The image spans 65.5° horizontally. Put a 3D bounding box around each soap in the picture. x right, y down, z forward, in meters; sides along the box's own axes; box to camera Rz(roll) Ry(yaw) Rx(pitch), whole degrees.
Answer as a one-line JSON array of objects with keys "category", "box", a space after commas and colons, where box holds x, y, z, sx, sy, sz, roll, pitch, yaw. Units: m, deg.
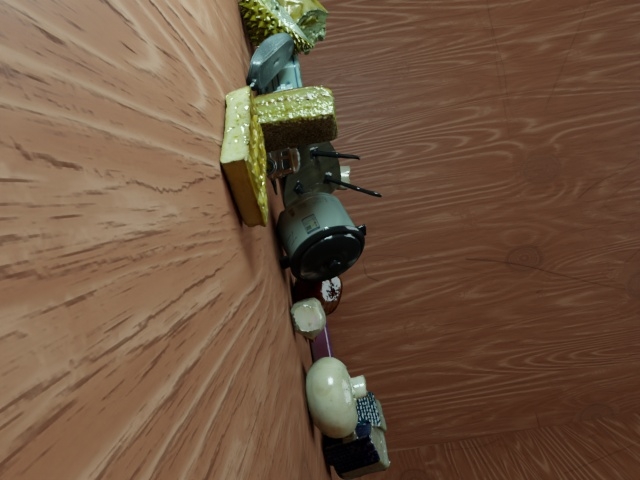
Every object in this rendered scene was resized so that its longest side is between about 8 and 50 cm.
[{"category": "soap", "box": [-0.001, 0.405, 2.049, 0.181, 0.081, 0.260, 67, 13, -81]}]

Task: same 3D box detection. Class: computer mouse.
[{"category": "computer mouse", "box": [-0.162, -0.527, 1.460, 0.229, 0.068, 0.113, -53, 164, -25]}]

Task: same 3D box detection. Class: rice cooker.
[{"category": "rice cooker", "box": [0.000, 0.000, 1.498, 0.241, 0.280, 0.227, 81, -16, -51]}]

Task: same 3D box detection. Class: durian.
[{"category": "durian", "box": [-0.163, -0.704, 1.563, 0.306, 0.166, 0.172, 49, -18, 18]}]

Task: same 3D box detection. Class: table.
[{"category": "table", "box": [0.051, -0.232, 1.861, 0.249, 0.317, 0.318, 28, -36, 38]}]

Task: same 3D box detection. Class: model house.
[{"category": "model house", "box": [0.115, 0.709, 1.874, 0.284, 0.243, 0.299, 63, 11, -55]}]

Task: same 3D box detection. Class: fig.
[{"category": "fig", "box": [-0.032, 0.176, 1.706, 0.175, 0.207, 0.175, 5, 84, -49]}]

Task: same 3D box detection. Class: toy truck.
[{"category": "toy truck", "box": [-0.116, -0.308, 1.420, 0.108, 0.140, 0.257, -88, 168, -84]}]

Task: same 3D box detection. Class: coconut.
[{"category": "coconut", "box": [-0.036, 0.242, 1.514, 0.110, 0.110, 0.125, -47, 120, -88]}]

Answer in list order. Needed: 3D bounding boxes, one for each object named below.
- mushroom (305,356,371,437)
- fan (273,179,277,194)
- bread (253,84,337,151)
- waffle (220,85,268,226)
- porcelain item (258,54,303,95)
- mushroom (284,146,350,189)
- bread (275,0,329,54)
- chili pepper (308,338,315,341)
[{"category": "mushroom", "box": [0.055, 0.487, 1.571, 0.246, 0.202, 0.246, 166, -90, -82]}, {"category": "fan", "box": [-0.165, -0.248, 1.637, 0.220, 0.009, 0.132, 79, -1, -61]}, {"category": "bread", "box": [-0.076, -0.311, 1.266, 0.184, 0.233, 0.111, 61, 22, -80]}, {"category": "waffle", "box": [-0.148, -0.170, 0.997, 0.168, 0.057, 0.274, 79, 2, -46]}, {"category": "porcelain item", "box": [-0.130, -0.499, 1.738, 0.286, 0.156, 0.282, -93, 173, -74]}, {"category": "mushroom", "box": [-0.015, -0.300, 2.152, 0.292, 0.289, 0.293, 176, -90, -90]}, {"category": "bread", "box": [-0.116, -0.795, 1.735, 0.252, 0.196, 0.238, 49, 33, 17]}, {"category": "chili pepper", "box": [-0.033, 0.334, 1.833, 0.169, 0.064, 0.088, 84, -1, -56]}]
